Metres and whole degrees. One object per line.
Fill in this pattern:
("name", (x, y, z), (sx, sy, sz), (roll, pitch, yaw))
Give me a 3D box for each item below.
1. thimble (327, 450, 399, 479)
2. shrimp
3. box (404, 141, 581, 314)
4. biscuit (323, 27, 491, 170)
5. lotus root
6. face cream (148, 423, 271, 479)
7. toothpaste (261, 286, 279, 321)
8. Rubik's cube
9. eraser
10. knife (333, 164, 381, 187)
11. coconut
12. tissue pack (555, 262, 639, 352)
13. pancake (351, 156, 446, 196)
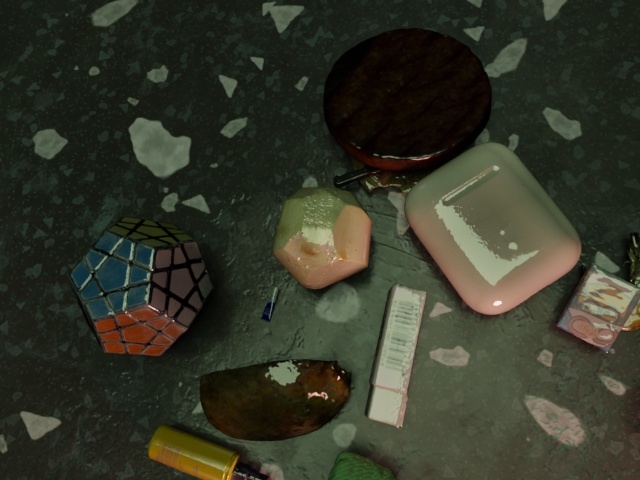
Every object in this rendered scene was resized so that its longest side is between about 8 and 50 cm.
("thimble", (0.067, 0.540, 1.089), (0.150, 0.219, 0.219), (21, 79, 12))
("shrimp", (0.652, 0.086, 1.212), (0.150, 0.051, 0.217), (4, 80, 16))
("box", (0.377, -0.031, 1.232), (0.289, 0.141, 0.349), (-33, 74, 0))
("biscuit", (0.206, -0.341, 1.345), (0.407, 0.091, 0.407), (-4, 63, 8))
("lotus root", (-0.094, 0.348, 1.187), (0.314, 0.210, 0.142), (-13, 62, 18))
("face cream", (-0.239, 0.485, 1.213), (0.273, 0.078, 0.078), (16, 78, 12))
("toothpaste", (-0.118, 0.152, 1.318), (0.024, 0.015, 0.083), (18, 83, 20))
("Rubik's cube", (-0.400, 0.101, 1.240), (0.319, 0.264, 0.319), (-2, 75, 7))
("eraser", (0.161, 0.247, 1.196), (0.086, 0.130, 0.287), (12, 76, 7))
("knife", (0.138, -0.199, 1.344), (0.245, 0.019, 0.072), (-23, 68, -3))
("coconut", (0.004, 0.001, 1.242), (0.241, 0.241, 0.241), (-2, 75, 7))
("tissue pack", (0.590, 0.141, 1.174), (0.115, 0.065, 0.155), (31, 100, 22))
("pancake", (0.193, -0.200, 1.361), (0.235, 0.029, 0.212), (4, 75, 7))
